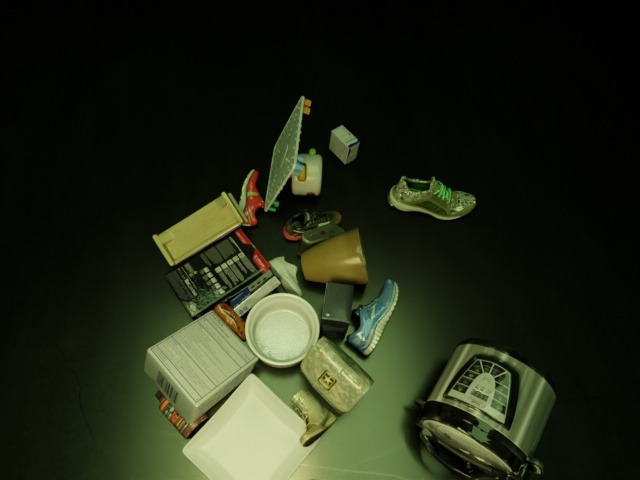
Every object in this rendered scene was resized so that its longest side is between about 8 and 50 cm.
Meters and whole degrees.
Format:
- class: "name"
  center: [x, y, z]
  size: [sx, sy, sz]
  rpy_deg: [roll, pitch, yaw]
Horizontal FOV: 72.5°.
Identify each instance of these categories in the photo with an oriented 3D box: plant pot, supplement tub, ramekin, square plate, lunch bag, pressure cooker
- class: "plant pot"
  center: [0.056, 0.085, 1.812]
  size: [0.255, 0.237, 0.237]
  rpy_deg: [-11, 62, 8]
- class: "supplement tub"
  center: [-0.499, 0.598, 1.552]
  size: [0.198, 0.106, 0.106]
  rpy_deg: [40, 67, 17]
- class: "ramekin"
  center: [-0.146, 0.355, 1.682]
  size: [0.277, 0.135, 0.277]
  rpy_deg: [2, 61, -4]
- class: "square plate"
  center: [-0.238, 0.715, 1.535]
  size: [0.344, 0.049, 0.347]
  rpy_deg: [38, 67, 13]
- class: "lunch bag"
  center: [0.053, 0.476, 1.550]
  size: [0.169, 0.287, 0.235]
  rpy_deg: [-40, 72, -22]
- class: "pressure cooker"
  center: [0.554, 0.596, 1.476]
  size: [0.375, 0.370, 0.420]
  rpy_deg: [40, 67, -2]

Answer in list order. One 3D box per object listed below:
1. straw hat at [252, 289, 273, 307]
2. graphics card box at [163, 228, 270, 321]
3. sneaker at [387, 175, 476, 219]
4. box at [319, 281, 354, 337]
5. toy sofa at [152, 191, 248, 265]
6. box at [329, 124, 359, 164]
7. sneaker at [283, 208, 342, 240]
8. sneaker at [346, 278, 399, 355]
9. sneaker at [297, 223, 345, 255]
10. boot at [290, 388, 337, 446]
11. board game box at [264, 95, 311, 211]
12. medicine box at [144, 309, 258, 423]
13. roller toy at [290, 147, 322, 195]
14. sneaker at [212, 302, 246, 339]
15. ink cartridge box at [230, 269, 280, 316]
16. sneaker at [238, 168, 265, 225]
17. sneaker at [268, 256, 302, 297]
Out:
- class: "straw hat"
  center: [-0.228, 0.242, 1.779]
  size: [0.144, 0.144, 0.061]
  rpy_deg: [-47, 115, -23]
- class: "graphics card box"
  center: [-0.421, 0.141, 1.804]
  size: [0.371, 0.094, 0.233]
  rpy_deg: [-34, 70, -20]
- class: "sneaker"
  center: [0.524, -0.210, 2.000]
  size: [0.411, 0.182, 0.158]
  rpy_deg: [6, 62, -1]
- class: "box"
  center: [0.061, 0.275, 1.700]
  size: [0.108, 0.207, 0.153]
  rpy_deg: [8, 62, 1]
- class: "toy sofa"
  center: [-0.496, -0.046, 1.840]
  size: [0.363, 0.177, 0.150]
  rpy_deg: [-32, 91, -2]
- class: "box"
  center: [0.115, -0.469, 2.142]
  size: [0.072, 0.126, 0.137]
  rpy_deg: [-34, 70, -21]
- class: "sneaker"
  center: [-0.030, -0.084, 1.926]
  size: [0.276, 0.135, 0.097]
  rpy_deg: [-14, 62, -12]
- class: "sneaker"
  center: [0.208, 0.285, 1.751]
  size: [0.147, 0.129, 0.330]
  rpy_deg: [28, 64, 8]
- class: "sneaker"
  center: [0.000, 0.000, 1.911]
  size: [0.222, 0.118, 0.083]
  rpy_deg: [-8, 57, -31]
- class: "boot"
  center: [-0.048, 0.616, 1.536]
  size: [0.165, 0.213, 0.077]
  rpy_deg: [44, 110, 20]
- class: "board game box"
  center: [-0.147, -0.372, 1.939]
  size: [0.050, 0.390, 0.389]
  rpy_deg: [15, 60, -19]
- class: "medicine box"
  center: [-0.424, 0.441, 1.560]
  size: [0.263, 0.149, 0.289]
  rpy_deg: [42, 42, 17]
- class: "roller toy"
  center: [-0.069, -0.300, 2.002]
  size: [0.146, 0.191, 0.209]
  rpy_deg: [2, 45, -2]
- class: "sneaker"
  center: [-0.354, 0.325, 1.733]
  size: [0.175, 0.067, 0.064]
  rpy_deg: [49, 28, 4]
- class: "ink cartridge box"
  center: [-0.262, 0.208, 1.751]
  size: [0.207, 0.097, 0.046]
  rpy_deg: [-39, 112, -7]
- class: "sneaker"
  center: [-0.308, -0.190, 1.996]
  size: [0.119, 0.107, 0.278]
  rpy_deg: [12, 69, -10]
- class: "sneaker"
  center: [-0.127, 0.147, 1.835]
  size: [0.094, 0.080, 0.212]
  rpy_deg: [-28, 66, -30]
